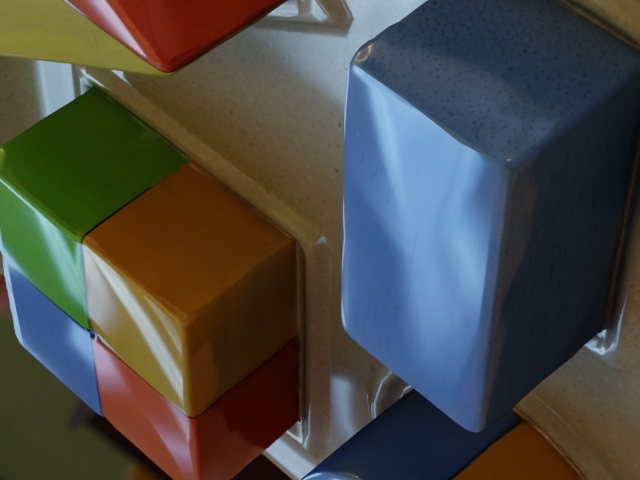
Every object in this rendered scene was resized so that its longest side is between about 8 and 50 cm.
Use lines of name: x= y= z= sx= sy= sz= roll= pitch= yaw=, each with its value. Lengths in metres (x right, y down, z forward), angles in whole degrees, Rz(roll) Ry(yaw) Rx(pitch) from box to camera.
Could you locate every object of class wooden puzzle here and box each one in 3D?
wooden puzzle: x=0.000 y=0.000 z=0.511 sx=0.080 sy=0.347 sz=0.322 roll=-41 pitch=-30 yaw=-30
